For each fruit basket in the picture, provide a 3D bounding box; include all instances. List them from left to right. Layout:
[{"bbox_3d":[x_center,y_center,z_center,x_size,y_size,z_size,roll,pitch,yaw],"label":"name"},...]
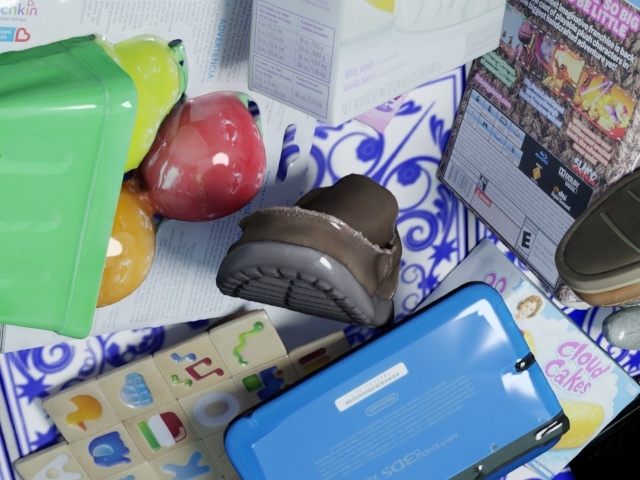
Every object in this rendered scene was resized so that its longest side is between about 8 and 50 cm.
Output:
[{"bbox_3d":[-0.157,-0.063,1.227,0.353,0.165,0.327,-12,128,-41],"label":"fruit basket"}]

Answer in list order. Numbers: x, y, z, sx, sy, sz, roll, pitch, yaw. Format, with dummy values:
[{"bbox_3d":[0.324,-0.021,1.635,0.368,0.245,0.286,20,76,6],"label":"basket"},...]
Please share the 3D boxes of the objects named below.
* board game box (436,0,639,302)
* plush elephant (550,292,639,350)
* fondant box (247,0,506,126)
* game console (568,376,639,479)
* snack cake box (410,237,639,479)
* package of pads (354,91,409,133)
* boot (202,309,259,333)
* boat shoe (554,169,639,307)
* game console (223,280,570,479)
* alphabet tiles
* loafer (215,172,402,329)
[{"bbox_3d":[0.257,-0.125,1.330,0.141,0.232,0.291,0,121,-30],"label":"board game box"},{"bbox_3d":[0.451,0.065,1.547,0.272,0.255,0.330,-48,131,8],"label":"plush elephant"},{"bbox_3d":[0.063,-0.282,1.149,0.238,0.096,0.330,-30,135,-43],"label":"fondant box"},{"bbox_3d":[0.467,0.208,1.794,0.361,0.044,0.213,-35,131,-4],"label":"game console"},{"bbox_3d":[0.212,0.133,1.574,0.152,0.089,0.264,-45,131,7],"label":"snack cake box"},{"bbox_3d":[0.056,-0.142,1.340,0.050,0.032,0.083,22,109,-40],"label":"package of pads"},{"bbox_3d":[-0.093,0.126,1.439,0.118,0.042,0.087,-32,137,-4],"label":"boot"},{"bbox_3d":[0.337,-0.021,1.216,0.307,0.111,0.104,-31,130,-8],"label":"boat shoe"},{"bbox_3d":[0.079,0.193,1.438,0.293,0.173,0.250,-30,103,-1],"label":"game console"},{"bbox_3d":[-0.107,0.211,1.441,0.342,0.011,0.285,-23,126,5],"label":"alphabet tiles"},{"bbox_3d":[0.000,0.000,1.274,0.133,0.366,0.130,11,86,8],"label":"loafer"}]
